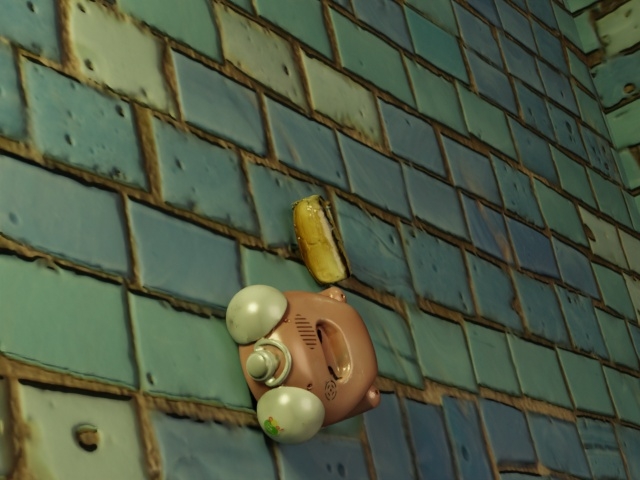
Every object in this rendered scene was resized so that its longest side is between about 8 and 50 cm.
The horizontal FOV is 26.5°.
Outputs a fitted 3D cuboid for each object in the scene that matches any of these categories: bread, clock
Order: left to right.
[{"bbox_3d":[-0.017,0.120,1.391,0.162,0.093,0.165,-1,69,-58],"label":"clock"},{"bbox_3d":[0.000,0.000,1.566,0.072,0.053,0.106,-27,95,-86],"label":"bread"}]
